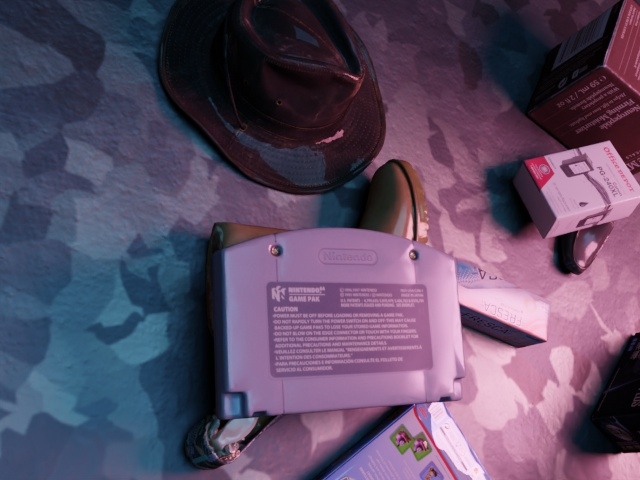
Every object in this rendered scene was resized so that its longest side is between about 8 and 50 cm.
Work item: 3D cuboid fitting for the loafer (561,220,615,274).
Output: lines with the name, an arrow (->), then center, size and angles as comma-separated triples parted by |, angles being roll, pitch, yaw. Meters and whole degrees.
loafer -> 0.420, -0.023, 1.118 | 0.062, 0.061, 0.170 | 35, 61, -14

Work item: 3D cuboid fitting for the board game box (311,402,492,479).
board game box -> 0.099, 0.299, 0.855 | 0.211, 0.039, 0.160 | -30, 88, -32

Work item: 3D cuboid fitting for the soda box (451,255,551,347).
soda box -> 0.223, 0.085, 0.982 | 0.183, 0.058, 0.063 | 23, 64, -19

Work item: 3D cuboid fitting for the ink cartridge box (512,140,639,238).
ink cartridge box -> 0.382, -0.077, 1.078 | 0.150, 0.063, 0.109 | -15, 61, -12

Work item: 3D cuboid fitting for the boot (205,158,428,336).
boot -> 0.000, 0.000, 0.879 | 0.269, 0.089, 0.236 | 4, 71, -25

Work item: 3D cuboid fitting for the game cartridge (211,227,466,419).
game cartridge -> 0.025, 0.086, 0.798 | 0.297, 0.062, 0.198 | 3, 73, -27

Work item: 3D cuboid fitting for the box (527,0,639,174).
box -> 0.477, -0.235, 1.157 | 0.203, 0.168, 0.167 | 35, 60, -13

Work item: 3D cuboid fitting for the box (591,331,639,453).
box -> 0.494, 0.206, 1.028 | 0.077, 0.147, 0.180 | 47, 59, -7

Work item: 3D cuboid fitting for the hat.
hat -> -0.028, -0.233, 0.918 | 0.331, 0.134, 0.332 | 10, 68, -25

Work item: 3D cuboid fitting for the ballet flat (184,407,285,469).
ballet flat -> -0.065, 0.180, 0.797 | 0.070, 0.070, 0.188 | 49, 58, -5
